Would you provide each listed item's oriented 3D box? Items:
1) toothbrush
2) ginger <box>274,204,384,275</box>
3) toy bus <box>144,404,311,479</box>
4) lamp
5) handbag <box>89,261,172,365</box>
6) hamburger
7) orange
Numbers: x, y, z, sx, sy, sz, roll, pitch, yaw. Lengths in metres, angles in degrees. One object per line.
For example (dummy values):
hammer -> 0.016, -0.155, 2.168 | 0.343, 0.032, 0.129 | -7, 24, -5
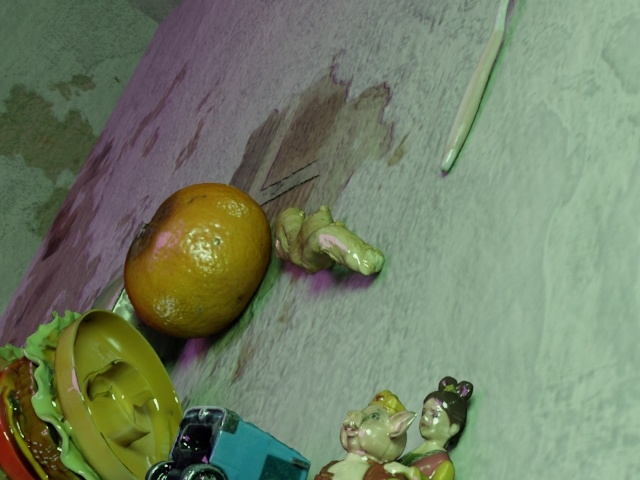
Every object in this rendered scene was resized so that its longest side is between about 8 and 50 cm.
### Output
toothbrush -> 0.192, -0.206, 1.157 | 0.307, 0.029, 0.025 | -67, 12, -18
ginger -> 0.000, 0.000, 1.229 | 0.089, 0.075, 0.288 | -55, 17, -8
toy bus -> -0.102, 0.281, 0.956 | 0.116, 0.133, 0.234 | -17, 49, 61
lamp -> 0.044, 0.201, 0.787 | 0.118, 0.118, 0.253 | -16, 47, 59
handbag -> -0.287, 0.162, 1.526 | 0.117, 0.182, 0.270 | 17, 67, 23
hamburger -> -0.310, 0.232, 1.262 | 0.212, 0.274, 0.274 | -28, 29, 13
orange -> -0.170, 0.022, 1.415 | 0.224, 0.170, 0.224 | -43, 27, 28
